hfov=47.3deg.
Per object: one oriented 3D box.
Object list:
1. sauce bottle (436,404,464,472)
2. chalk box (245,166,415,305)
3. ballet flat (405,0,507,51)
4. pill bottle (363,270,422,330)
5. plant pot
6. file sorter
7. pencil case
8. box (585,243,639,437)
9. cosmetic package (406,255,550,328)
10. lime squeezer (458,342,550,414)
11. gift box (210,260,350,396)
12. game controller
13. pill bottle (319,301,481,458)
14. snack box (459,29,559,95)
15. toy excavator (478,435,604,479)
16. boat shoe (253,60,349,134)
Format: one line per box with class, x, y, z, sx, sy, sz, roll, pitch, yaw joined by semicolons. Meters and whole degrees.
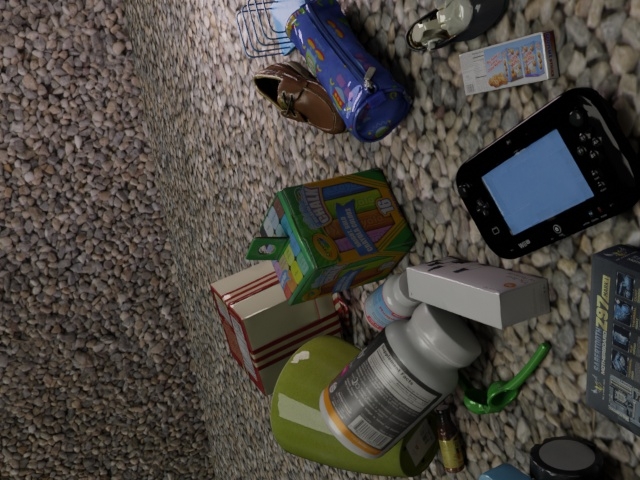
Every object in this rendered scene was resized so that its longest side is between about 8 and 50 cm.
sauce bottle;0.249;0.384;1.415;0.042;0.042;0.128;4;109;64
chalk box;0.000;0.000;1.419;0.179;0.289;0.180;66;154;19
ballet flat;0.192;-0.327;1.095;0.203;0.074;0.074;-5;100;64
pill bottle;0.149;0.115;1.415;0.087;0.087;0.160;67;155;16
plant pot;0.093;0.367;1.517;0.293;0.275;0.275;14;117;44
file sorter;-0.101;-0.476;1.577;0.170;0.104;0.118;-14;92;65
pencil case;0.046;-0.320;1.338;0.306;0.119;0.133;59;175;29
box;0.419;0.141;0.903;0.183;0.059;0.233;30;131;56
cosmetic package;0.247;0.077;1.179;0.239;0.099;0.060;15;118;61
lime squeezer;0.296;0.242;1.247;0.310;0.059;0.110;150;135;-65
gift box;-0.085;0.170;1.726;0.255;0.258;0.276;39;145;52
game controller;0.303;-0.080;1.009;0.319;0.067;0.166;-39;69;64
pill bottle;0.140;0.242;1.292;0.278;0.162;0.162;-48;52;18
snack box;0.264;-0.250;1.044;0.178;0.022;0.064;7;110;63
toy excavator;0.222;0.455;1.033;0.433;0.445;0.222;25;125;58
boat shoe;-0.044;-0.295;1.559;0.307;0.104;0.111;41;139;50
